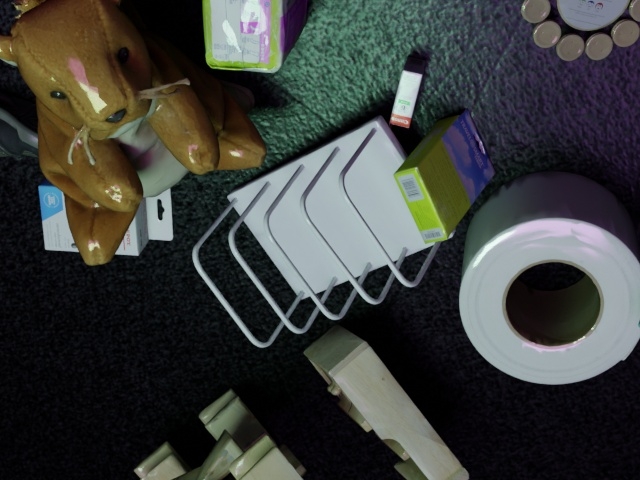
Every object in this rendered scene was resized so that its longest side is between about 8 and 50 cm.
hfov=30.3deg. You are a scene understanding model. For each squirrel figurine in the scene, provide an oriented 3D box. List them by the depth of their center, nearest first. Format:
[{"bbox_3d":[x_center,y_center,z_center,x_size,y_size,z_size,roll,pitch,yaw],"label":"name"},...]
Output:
[{"bbox_3d":[-0.280,-0.221,1.428,0.281,0.370,0.397,-26,71,3],"label":"squirrel figurine"}]

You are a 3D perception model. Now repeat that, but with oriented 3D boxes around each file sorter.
[{"bbox_3d":[0.000,0.000,1.587,0.277,0.173,0.193,-24,109,34],"label":"file sorter"}]

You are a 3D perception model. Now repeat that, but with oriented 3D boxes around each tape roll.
[{"bbox_3d":[0.312,0.048,1.592,0.246,0.169,0.246,4,114,8],"label":"tape roll"}]

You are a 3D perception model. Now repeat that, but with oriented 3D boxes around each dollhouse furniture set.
[{"bbox_3d":[-0.032,0.352,1.699,0.394,0.362,0.256,-40,103,-8],"label":"dollhouse furniture set"}]

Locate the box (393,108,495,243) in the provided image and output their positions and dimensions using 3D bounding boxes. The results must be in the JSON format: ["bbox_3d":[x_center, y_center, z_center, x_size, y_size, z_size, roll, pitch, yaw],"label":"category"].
[{"bbox_3d":[0.166,-0.088,1.560,0.042,0.178,0.109,-12,114,36],"label":"box"}]

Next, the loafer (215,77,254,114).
[{"bbox_3d":[-0.165,-0.202,1.622,0.148,0.050,0.056,11,116,5],"label":"loafer"}]

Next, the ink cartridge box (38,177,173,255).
[{"bbox_3d":[-0.311,-0.039,1.716,0.180,0.060,0.104,3,114,8],"label":"ink cartridge box"}]

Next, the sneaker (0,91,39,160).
[{"bbox_3d":[-0.454,-0.138,1.684,0.227,0.087,0.130,20,118,4],"label":"sneaker"}]

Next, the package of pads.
[{"bbox_3d":[-0.074,-0.370,1.431,0.101,0.229,0.297,5,115,7],"label":"package of pads"}]

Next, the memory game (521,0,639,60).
[{"bbox_3d":[0.341,-0.310,1.478,0.186,0.012,0.186,-5,123,-7],"label":"memory game"}]

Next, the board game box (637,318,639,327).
[{"bbox_3d":[0.584,0.110,1.524,0.336,0.254,0.079,39,141,-9],"label":"board game box"}]

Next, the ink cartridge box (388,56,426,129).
[{"bbox_3d":[0.113,-0.181,1.578,0.029,0.063,0.115,14,117,4],"label":"ink cartridge box"}]
